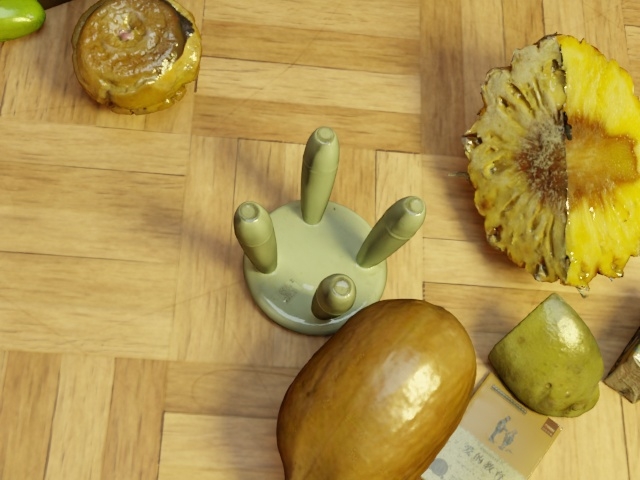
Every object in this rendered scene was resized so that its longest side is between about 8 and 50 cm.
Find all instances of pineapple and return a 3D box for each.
[{"bbox_3d":[0.345,-0.100,1.331,0.286,0.209,0.344,-3,90,-40],"label":"pineapple"}]

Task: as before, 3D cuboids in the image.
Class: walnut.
[{"bbox_3d":[0.058,0.194,1.125,0.298,0.203,0.203,-42,77,-18],"label":"walnut"}]

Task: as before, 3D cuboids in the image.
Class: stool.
[{"bbox_3d":[0.000,0.000,1.201,0.195,0.199,0.195,38,68,12],"label":"stool"}]

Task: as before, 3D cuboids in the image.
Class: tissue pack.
[{"bbox_3d":[0.446,0.132,1.247,0.060,0.108,0.148,37,66,11],"label":"tissue pack"}]

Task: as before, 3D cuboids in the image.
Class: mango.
[{"bbox_3d":[-0.450,-0.322,1.362,0.108,0.056,0.073,-3,75,-14],"label":"mango"}]

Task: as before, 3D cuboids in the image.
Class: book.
[{"bbox_3d":[0.216,0.268,1.211,0.118,0.012,0.172,38,67,9],"label":"book"}]

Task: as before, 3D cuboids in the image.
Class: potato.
[{"bbox_3d":[0.300,0.158,1.204,0.149,0.120,0.081,42,56,12],"label":"potato"}]

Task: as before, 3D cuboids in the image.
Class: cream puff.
[{"bbox_3d":[-0.251,-0.259,1.320,0.189,0.129,0.189,0,72,0],"label":"cream puff"}]

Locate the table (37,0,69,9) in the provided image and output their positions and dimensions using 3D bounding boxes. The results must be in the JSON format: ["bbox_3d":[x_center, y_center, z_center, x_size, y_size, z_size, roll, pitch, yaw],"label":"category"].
[{"bbox_3d":[-0.394,-0.401,1.395,0.083,0.070,0.082,-27,73,-16],"label":"table"}]
